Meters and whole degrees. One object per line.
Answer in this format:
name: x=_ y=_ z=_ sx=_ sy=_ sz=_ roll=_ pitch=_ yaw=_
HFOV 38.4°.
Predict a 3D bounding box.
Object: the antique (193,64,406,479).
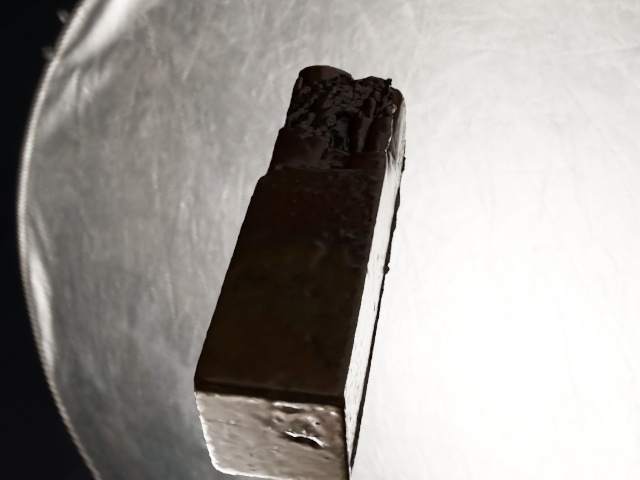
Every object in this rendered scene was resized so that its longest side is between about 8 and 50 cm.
antique: x=0.000 y=0.000 z=0.606 sx=0.087 sy=0.310 sz=0.093 roll=5 pitch=136 yaw=10
